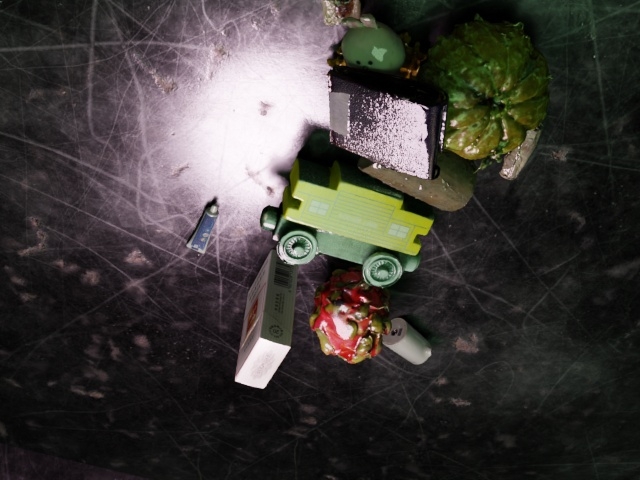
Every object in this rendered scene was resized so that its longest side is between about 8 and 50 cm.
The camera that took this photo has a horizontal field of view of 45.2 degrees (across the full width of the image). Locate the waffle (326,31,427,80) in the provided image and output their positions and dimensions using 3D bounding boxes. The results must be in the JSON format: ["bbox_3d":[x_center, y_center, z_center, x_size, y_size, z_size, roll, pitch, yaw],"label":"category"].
[{"bbox_3d":[0.136,-0.375,1.757,0.232,0.051,0.229,-25,131,25],"label":"waffle"}]

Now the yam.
[{"bbox_3d":[0.239,-0.184,1.866,0.268,0.161,0.161,25,130,-20],"label":"yam"}]

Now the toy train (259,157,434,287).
[{"bbox_3d":[0.077,-0.055,1.974,0.442,0.179,0.272,15,118,-13],"label":"toy train"}]

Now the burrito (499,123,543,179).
[{"bbox_3d":[0.494,-0.227,1.893,0.058,0.045,0.188,-6,138,-29],"label":"burrito"}]

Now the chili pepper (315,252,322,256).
[{"bbox_3d":[0.004,0.005,2.132,0.182,0.050,0.073,-15,106,8],"label":"chili pepper"}]

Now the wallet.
[{"bbox_3d":[0.140,-0.253,1.635,0.262,0.071,0.221,19,146,18],"label":"wallet"}]

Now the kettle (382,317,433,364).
[{"bbox_3d":[0.262,0.324,2.407,0.127,0.098,0.148,-34,128,23],"label":"kettle"}]

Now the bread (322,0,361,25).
[{"bbox_3d":[0.045,-0.496,1.649,0.083,0.035,0.070,-2,136,0],"label":"bread"}]

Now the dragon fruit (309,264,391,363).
[{"bbox_3d":[0.091,0.222,2.213,0.237,0.231,0.302,5,116,14],"label":"dragon fruit"}]

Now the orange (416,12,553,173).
[{"bbox_3d":[0.340,-0.329,1.670,0.300,0.223,0.301,-46,119,6],"label":"orange"}]

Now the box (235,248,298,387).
[{"bbox_3d":[-0.147,0.216,2.147,0.095,0.330,0.210,18,133,-15],"label":"box"}]

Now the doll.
[{"bbox_3d":[0.118,-0.375,1.646,0.155,0.113,0.275,7,137,29],"label":"doll"}]

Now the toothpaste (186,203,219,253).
[{"bbox_3d":[-0.318,-0.034,2.117,0.057,0.034,0.197,24,134,-9],"label":"toothpaste"}]
